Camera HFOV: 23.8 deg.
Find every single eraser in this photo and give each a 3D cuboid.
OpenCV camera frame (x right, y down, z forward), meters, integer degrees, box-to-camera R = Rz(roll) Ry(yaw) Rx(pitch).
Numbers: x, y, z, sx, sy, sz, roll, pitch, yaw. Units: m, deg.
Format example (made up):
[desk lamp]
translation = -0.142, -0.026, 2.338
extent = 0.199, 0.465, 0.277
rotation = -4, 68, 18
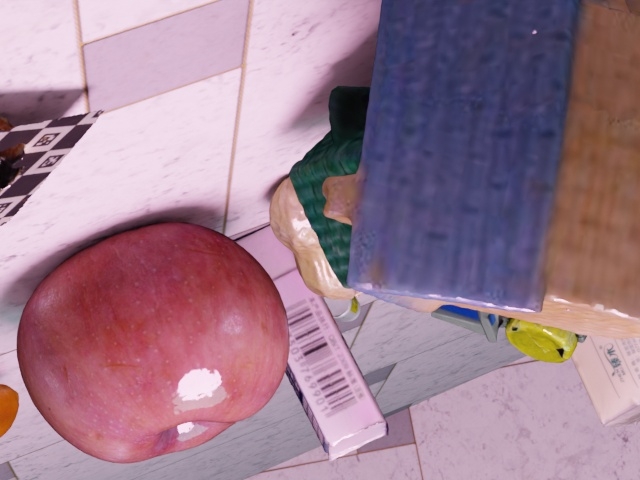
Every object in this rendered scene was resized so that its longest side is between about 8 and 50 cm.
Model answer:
[eraser]
translation = -0.016, 0.124, 1.885
extent = 0.086, 0.287, 0.130
rotation = -26, 165, -4

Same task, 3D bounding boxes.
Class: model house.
[model house]
translation = 0.148, -0.084, 1.422
extent = 0.343, 0.334, 0.382
rotation = 11, 171, -19

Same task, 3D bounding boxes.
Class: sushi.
[sushi]
translation = -0.307, -0.059, 1.290
extent = 0.193, 0.040, 0.210
rotation = -18, 163, -48

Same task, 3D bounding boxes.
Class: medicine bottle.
[medicine bottle]
translation = 0.034, 0.101, 2.344
extent = 0.047, 0.047, 0.083
rotation = -26, 165, 10

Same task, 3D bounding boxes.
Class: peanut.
[peanut]
translation = 0.000, 0.000, 1.782
extent = 0.090, 0.098, 0.214
rotation = 12, 150, 35

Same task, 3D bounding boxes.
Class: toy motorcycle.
[toy motorcycle]
translation = 0.218, 0.020, 2.032
extent = 0.327, 0.191, 0.200
rotation = 11, 149, 28

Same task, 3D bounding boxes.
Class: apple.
[apple]
translation = -0.186, 0.120, 1.705
extent = 0.306, 0.235, 0.305
rotation = -20, 163, -6

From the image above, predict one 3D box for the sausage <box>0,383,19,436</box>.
[sausage]
translation = -0.484, 0.225, 1.911
extent = 0.098, 0.098, 0.238
rotation = -35, 160, 37

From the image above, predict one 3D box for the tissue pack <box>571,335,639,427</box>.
[tissue pack]
translation = 0.467, 0.041, 2.152
extent = 0.207, 0.380, 0.297
rotation = -1, 154, -47
